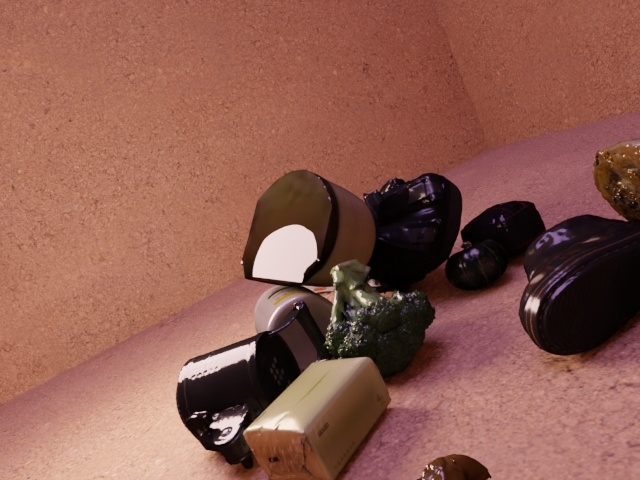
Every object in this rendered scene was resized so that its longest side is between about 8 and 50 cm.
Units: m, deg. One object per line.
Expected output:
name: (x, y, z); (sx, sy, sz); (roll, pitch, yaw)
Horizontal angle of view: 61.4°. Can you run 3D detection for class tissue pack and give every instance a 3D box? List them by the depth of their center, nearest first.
tissue pack: (-0.001, 0.326, 0.994); (0.159, 0.125, 0.234); (-17, 12, 40)

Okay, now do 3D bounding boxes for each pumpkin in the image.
pumpkin: (0.412, 0.064, 1.434); (0.167, 0.125, 0.167); (-33, 12, 8)

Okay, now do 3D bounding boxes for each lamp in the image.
lamp: (-0.178, 0.324, 1.207); (0.272, 0.205, 0.374); (-13, 24, 35)

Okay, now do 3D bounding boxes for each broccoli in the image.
broccoli: (0.113, 0.171, 1.207); (0.270, 0.270, 0.270); (-26, -16, -8)

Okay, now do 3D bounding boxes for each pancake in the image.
pancake: (0.654, -0.077, 0.967); (0.065, 0.356, 0.356); (-59, 14, -6)

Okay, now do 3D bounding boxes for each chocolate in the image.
chocolate: (0.000, 0.000, 1.500); (0.314, 0.297, 0.326); (-3, 67, 46)

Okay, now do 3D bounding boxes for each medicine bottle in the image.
medicine bottle: (-0.073, 0.228, 1.490); (0.208, 0.208, 0.340); (-26, 9, -12)

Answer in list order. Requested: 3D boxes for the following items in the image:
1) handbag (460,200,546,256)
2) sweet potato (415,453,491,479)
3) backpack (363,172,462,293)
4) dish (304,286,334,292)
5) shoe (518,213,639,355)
handbag: (0.523, -0.028, 1.556); (0.215, 0.155, 0.169); (-21, -2, -44)
sweet potato: (0.067, 0.353, 0.671); (0.310, 0.124, 0.098); (-15, 22, 4)
backpack: (0.255, -0.034, 1.601); (0.255, 0.363, 0.446); (10, -18, -17)
dish: (0.029, 0.149, 2.113); (0.212, 0.077, 0.151); (-16, 12, 42)
shoe: (0.487, 0.068, 1.038); (0.384, 0.171, 0.237); (-26, 16, -21)
